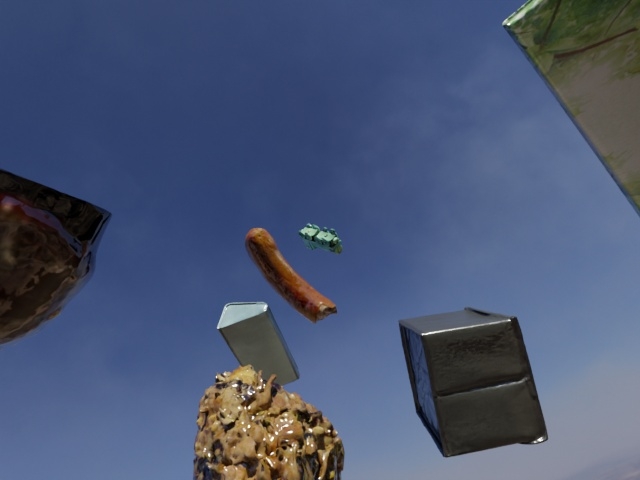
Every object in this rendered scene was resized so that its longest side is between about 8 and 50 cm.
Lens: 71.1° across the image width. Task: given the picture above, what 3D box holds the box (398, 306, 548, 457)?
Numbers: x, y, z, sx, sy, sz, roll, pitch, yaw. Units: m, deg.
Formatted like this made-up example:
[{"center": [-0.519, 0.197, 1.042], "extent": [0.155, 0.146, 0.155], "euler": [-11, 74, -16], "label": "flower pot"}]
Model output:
[{"center": [0.322, 0.300, 1.039], "extent": [0.205, 0.251, 0.345], "euler": [-11, -7, 1], "label": "box"}]

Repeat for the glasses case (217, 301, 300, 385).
[{"center": [-0.127, 0.227, 0.957], "extent": [0.105, 0.056, 0.266], "euler": [-20, -47, -5], "label": "glasses case"}]

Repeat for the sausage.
[{"center": [-0.084, 0.095, 1.129], "extent": [0.076, 0.302, 0.103], "euler": [-37, -11, -44], "label": "sausage"}]

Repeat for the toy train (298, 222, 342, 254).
[{"center": [0.000, 0.000, 0.720], "extent": [0.029, 0.092, 0.045], "euler": [-42, -56, -23], "label": "toy train"}]

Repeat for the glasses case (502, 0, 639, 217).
[{"center": [0.271, -0.102, 0.370], "extent": [0.095, 0.062, 0.272], "euler": [-35, -79, 29], "label": "glasses case"}]

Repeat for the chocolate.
[{"center": [-0.426, 0.006, 0.471], "extent": [0.340, 0.210, 0.225], "euler": [21, -11, -15], "label": "chocolate"}]

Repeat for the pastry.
[{"center": [-0.056, 0.283, 0.561], "extent": [0.193, 0.274, 0.274], "euler": [-2, -40, -10], "label": "pastry"}]
